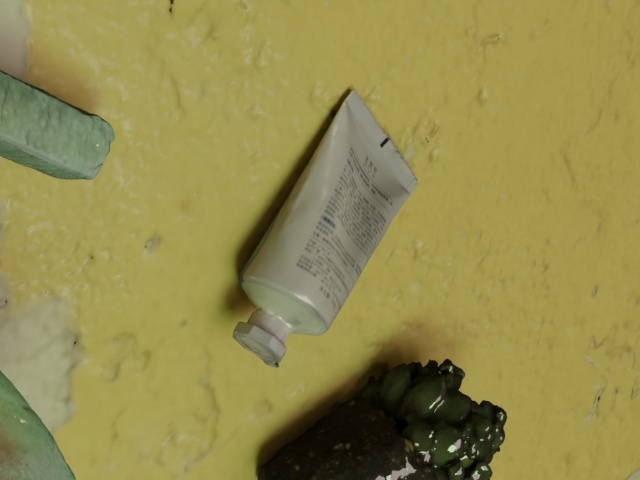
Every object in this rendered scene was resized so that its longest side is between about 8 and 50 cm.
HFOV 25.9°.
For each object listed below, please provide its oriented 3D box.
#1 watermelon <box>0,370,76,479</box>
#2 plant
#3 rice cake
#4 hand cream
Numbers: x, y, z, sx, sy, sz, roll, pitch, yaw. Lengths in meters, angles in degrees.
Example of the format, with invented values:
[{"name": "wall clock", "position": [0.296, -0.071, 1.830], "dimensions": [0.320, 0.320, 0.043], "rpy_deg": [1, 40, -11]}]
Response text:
[{"name": "watermelon", "position": [-0.236, 0.100, 0.481], "dimensions": [0.305, 0.180, 0.224], "rpy_deg": [-7, 130, -41]}, {"name": "plant", "position": [0.039, 0.129, 0.801], "dimensions": [0.143, 0.094, 0.092], "rpy_deg": [-28, 117, -22]}, {"name": "rice cake", "position": [-0.150, -0.062, 0.539], "dimensions": [0.207, 0.033, 0.033], "rpy_deg": [26, 75, -61]}, {"name": "hand cream", "position": [0.000, 0.000, 0.737], "dimensions": [0.142, 0.053, 0.084], "rpy_deg": [-60, 138, -21]}]
